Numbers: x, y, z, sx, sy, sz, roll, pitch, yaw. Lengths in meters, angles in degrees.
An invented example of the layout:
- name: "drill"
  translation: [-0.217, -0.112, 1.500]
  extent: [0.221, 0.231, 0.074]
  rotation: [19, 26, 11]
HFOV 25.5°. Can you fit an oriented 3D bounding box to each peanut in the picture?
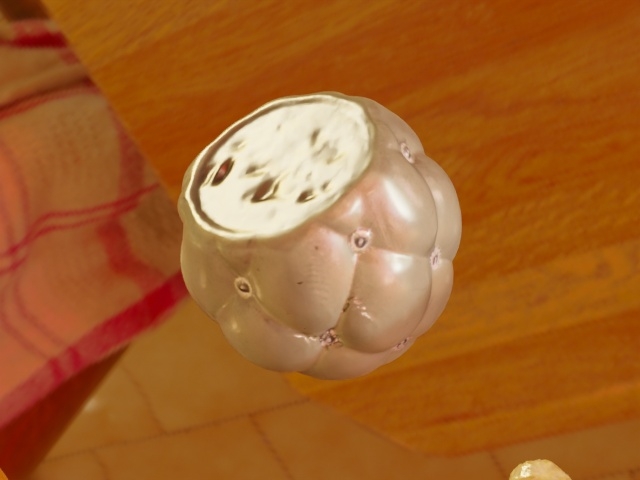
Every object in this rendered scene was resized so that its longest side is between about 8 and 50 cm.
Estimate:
- name: "peanut"
  translation: [0.261, 0.311, 1.512]
  extent: [0.080, 0.080, 0.174]
  rotation: [-24, 105, 36]

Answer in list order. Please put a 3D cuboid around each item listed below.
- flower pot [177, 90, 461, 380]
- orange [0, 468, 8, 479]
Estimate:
- name: "flower pot"
  translation: [0.000, 0.000, 1.209]
  extent: [0.246, 0.246, 0.195]
  rotation: [-1, 139, 26]
- name: "orange"
  translation: [-0.226, 0.152, 0.541]
  extent: [0.246, 0.246, 0.246]
  rotation: [13, 127, 18]
